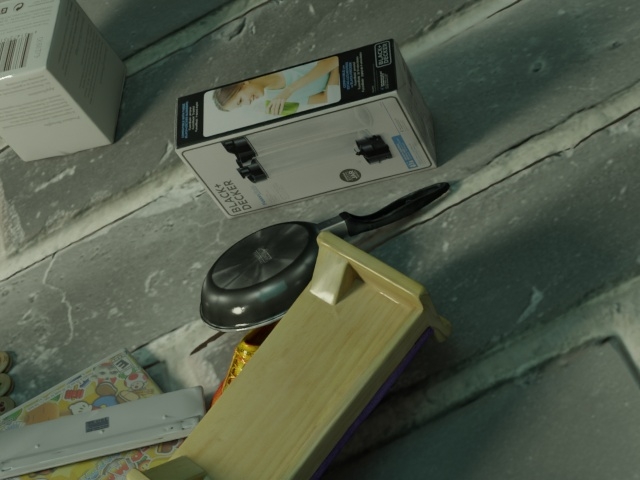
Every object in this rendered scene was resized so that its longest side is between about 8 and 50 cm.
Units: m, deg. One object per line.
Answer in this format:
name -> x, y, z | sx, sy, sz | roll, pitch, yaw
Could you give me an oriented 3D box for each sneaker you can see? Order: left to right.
sneaker -> -0.090, 0.153, 1.611 | 0.064, 0.067, 0.175 | 15, 66, 31

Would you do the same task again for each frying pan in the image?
frying pan -> -0.004, 0.016, 1.640 | 0.326, 0.053, 0.197 | -20, 27, 15

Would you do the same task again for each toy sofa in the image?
toy sofa -> -0.021, 0.188, 1.490 | 0.150, 0.177, 0.362 | 30, 72, 32

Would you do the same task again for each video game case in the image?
video game case -> -0.278, 0.242, 1.618 | 0.227, 0.026, 0.206 | -29, 46, -20

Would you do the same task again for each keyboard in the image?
keyboard -> -0.258, 0.223, 1.602 | 0.256, 0.014, 0.072 | -13, 36, 1

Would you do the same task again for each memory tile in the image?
memory tile -> -0.443, 0.216, 1.769 | 0.113, 0.012, 0.148 | -24, 51, 9

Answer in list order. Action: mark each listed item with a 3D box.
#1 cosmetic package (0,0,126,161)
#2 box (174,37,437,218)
cosmetic package -> -0.390, -0.231, 1.949 | 0.151, 0.183, 0.151 | -9, 55, 20
box -> -0.017, -0.133, 1.717 | 0.290, 0.169, 0.087 | -12, 55, 16
